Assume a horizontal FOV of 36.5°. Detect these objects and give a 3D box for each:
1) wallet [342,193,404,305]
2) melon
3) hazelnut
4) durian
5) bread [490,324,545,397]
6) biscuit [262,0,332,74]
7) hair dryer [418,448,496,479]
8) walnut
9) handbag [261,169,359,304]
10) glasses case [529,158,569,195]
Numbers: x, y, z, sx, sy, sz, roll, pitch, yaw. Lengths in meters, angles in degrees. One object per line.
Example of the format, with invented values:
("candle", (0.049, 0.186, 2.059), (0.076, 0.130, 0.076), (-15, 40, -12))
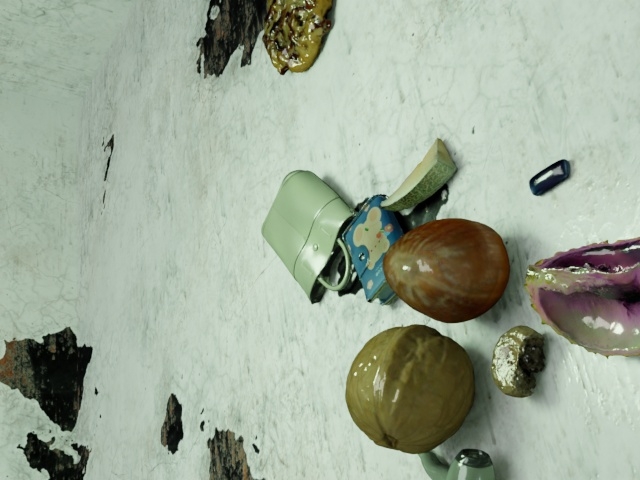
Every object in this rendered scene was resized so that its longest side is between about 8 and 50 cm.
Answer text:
("wallet", (0.118, 0.020, 1.933), (0.141, 0.059, 0.202), (-52, 39, 29))
("melon", (0.179, -0.107, 1.859), (0.182, 0.054, 0.098), (-49, 30, 24))
("hazelnut", (0.207, 0.051, 1.620), (0.214, 0.214, 0.176), (-16, 79, 58))
("durian", (0.408, 0.078, 1.337), (0.260, 0.153, 0.187), (16, 115, 58))
("bread", (0.312, 0.189, 1.526), (0.082, 0.060, 0.113), (13, 89, 60))
("biscuit", (-0.068, -0.574, 2.468), (0.289, 0.081, 0.334), (-55, 35, 33))
("hair dryer", (0.211, 0.456, 1.616), (0.267, 0.092, 0.229), (156, 116, -72))
("walnut", (0.152, 0.245, 1.638), (0.228, 0.228, 0.228), (-30, 54, 53))
("handbag", (0.000, 0.000, 2.157), (0.315, 0.109, 0.241), (47, 122, 41))
("glasses case", (0.368, -0.102, 1.573), (0.083, 0.023, 0.034), (-38, 46, 50))
